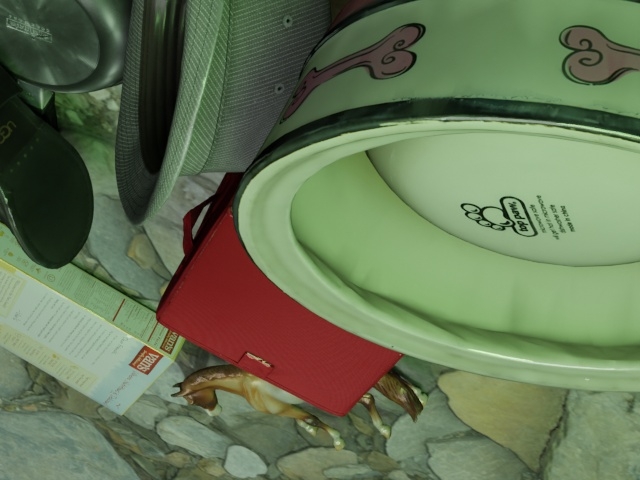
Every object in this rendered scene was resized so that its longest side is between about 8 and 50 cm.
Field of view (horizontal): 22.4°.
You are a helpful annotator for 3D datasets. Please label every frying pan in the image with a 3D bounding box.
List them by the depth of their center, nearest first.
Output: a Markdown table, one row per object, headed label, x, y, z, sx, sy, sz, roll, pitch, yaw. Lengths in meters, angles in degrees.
| label | x | y | z | sx | sy | sz | roll | pitch | yaw |
| --- | --- | --- | --- | --- | --- | --- | --- | --- | --- |
| frying pan | -0.268 | -0.168 | 1.410 | 0.197 | 0.053 | 0.326 | 35 | 140 | -13 |

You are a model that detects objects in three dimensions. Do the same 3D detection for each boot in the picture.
| label | x | y | z | sx | sy | sz | roll | pitch | yaw |
| --- | --- | --- | --- | --- | --- | --- | --- | --- | --- |
| boot | -0.338 | -0.098 | 1.482 | 0.229 | 0.091 | 0.263 | 15 | 141 | 43 |

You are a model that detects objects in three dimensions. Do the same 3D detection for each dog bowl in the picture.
| label | x | y | z | sx | sy | sz | roll | pitch | yaw |
| --- | --- | --- | --- | --- | --- | --- | --- | --- | --- |
| dog bowl | 0.156 | -0.041 | 1.074 | 0.408 | 0.150 | 0.408 | 10 | 156 | 4 |

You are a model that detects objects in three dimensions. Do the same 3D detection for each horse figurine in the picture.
| label | x | y | z | sx | sy | sz | roll | pitch | yaw |
| --- | --- | --- | --- | --- | --- | --- | --- | --- | --- |
| horse figurine | -0.007 | 0.153 | 1.653 | 0.174 | 0.066 | 0.263 | 37 | 145 | -27 |

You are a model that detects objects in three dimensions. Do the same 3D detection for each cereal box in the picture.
| label | x | y | z | sx | sy | sz | roll | pitch | yaw |
| --- | --- | --- | --- | --- | --- | --- | --- | --- | --- |
| cereal box | -0.280 | 0.086 | 1.736 | 0.240 | 0.047 | 0.173 | 32 | 144 | -11 |

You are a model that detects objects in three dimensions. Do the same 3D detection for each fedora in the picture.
| label | x | y | z | sx | sy | sz | roll | pitch | yaw |
| --- | --- | --- | --- | --- | --- | --- | --- | --- | --- |
| fedora | -0.066 | -0.144 | 1.190 | 0.124 | 0.244 | 0.275 | 4 | 104 | -17 |

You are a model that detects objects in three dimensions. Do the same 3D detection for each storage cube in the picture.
| label | x | y | z | sx | sy | sz | roll | pitch | yaw |
| --- | --- | --- | --- | --- | --- | --- | --- | --- | --- |
| storage cube | 0.000 | 0.000 | 1.350 | 0.215 | 0.183 | 0.193 | 29 | 144 | -7 |
